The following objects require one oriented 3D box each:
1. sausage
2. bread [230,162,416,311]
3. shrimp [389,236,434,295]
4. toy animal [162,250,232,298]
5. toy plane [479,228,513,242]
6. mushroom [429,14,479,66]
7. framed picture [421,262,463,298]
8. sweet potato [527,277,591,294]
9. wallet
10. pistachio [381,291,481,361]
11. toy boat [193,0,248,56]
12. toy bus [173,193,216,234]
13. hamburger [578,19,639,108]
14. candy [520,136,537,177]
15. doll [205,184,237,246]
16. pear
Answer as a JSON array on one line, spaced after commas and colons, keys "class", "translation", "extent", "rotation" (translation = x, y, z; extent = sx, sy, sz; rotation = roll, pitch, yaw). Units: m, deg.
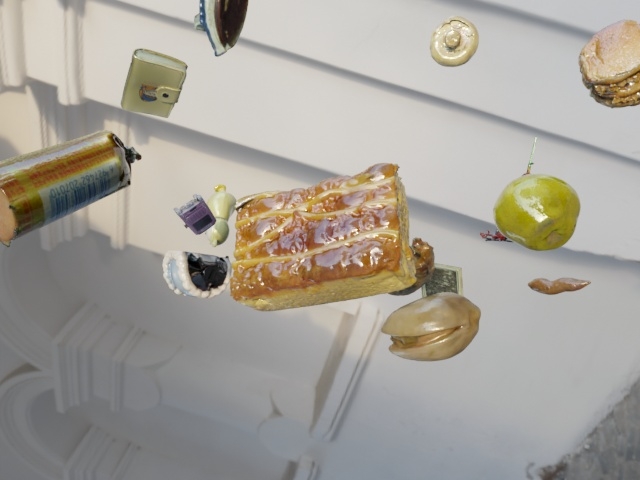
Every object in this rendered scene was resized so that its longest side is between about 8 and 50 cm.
[{"class": "sausage", "translation": [-0.439, -0.117, 0.864], "extent": [0.117, 0.125, 0.317], "rotation": [-30, 9, 36]}, {"class": "bread", "translation": [0.000, 0.000, 0.760], "extent": [0.114, 0.275, 0.184], "rotation": [41, -137, -57]}, {"class": "shrimp", "translation": [0.178, 0.063, 1.008], "extent": [0.051, 0.133, 0.187], "rotation": [56, 163, 36]}, {"class": "toy animal", "translation": [-0.420, 0.115, 1.653], "extent": [0.204, 0.208, 0.155], "rotation": [-3, 77, 47]}, {"class": "toy plane", "translation": [0.741, -0.017, 2.072], "extent": [0.060, 0.145, 0.037], "rotation": [-91, 12, -45]}, {"class": "mushroom", "translation": [0.408, -0.610, 1.502], "extent": [0.122, 0.154, 0.154], "rotation": [-20, -51, -74]}, {"class": "framed picture", "translation": [0.346, 0.153, 1.409], "extent": [0.011, 0.142, 0.182], "rotation": [-22, -68, -39]}, {"class": "sweet potato", "translation": [0.822, 0.158, 1.703], "extent": [0.219, 0.051, 0.065], "rotation": [-7, 58, 50]}, {"class": "wallet", "translation": [-0.346, -0.323, 1.020], "extent": [0.155, 0.111, 0.039], "rotation": [-41, 49, 50]}, {"class": "pistachio", "translation": [0.205, 0.161, 0.911], "extent": [0.124, 0.185, 0.124], "rotation": [47, -145, -48]}, {"class": "toy boat", "translation": [-0.247, -0.579, 1.176], "extent": [0.114, 0.115, 0.261], "rotation": [-11, -62, -54]}, {"class": "toy bus", "translation": [-0.360, -0.071, 1.417], "extent": [0.087, 0.098, 0.178], "rotation": [-38, 18, -11]}, {"class": "hamburger", "translation": [0.973, -0.549, 1.574], "extent": [0.211, 0.261, 0.245], "rotation": [36, -98, -47]}, {"class": "candy", "translation": [0.746, -0.276, 1.741], "extent": [0.055, 0.049, 0.184], "rotation": [-103, 23, -83]}, {"class": "doll", "translation": [-0.387, -0.088, 1.846], "extent": [0.296, 0.117, 0.141], "rotation": [-86, 22, -48]}, {"class": "pear", "translation": [0.524, -0.073, 1.196], "extent": [0.198, 0.199, 0.198], "rotation": [18, -90, -89]}]
